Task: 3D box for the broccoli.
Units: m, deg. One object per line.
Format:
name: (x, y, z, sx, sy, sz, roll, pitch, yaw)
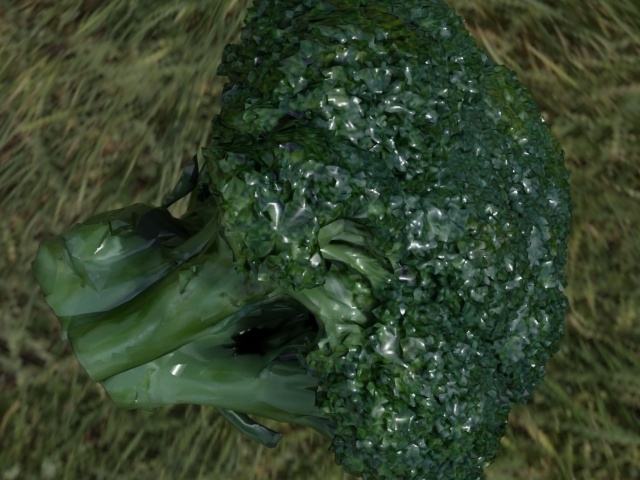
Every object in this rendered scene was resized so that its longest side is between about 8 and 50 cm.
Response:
broccoli: (0.000, 0.000, 0.808, 0.241, 0.269, 0.261, -27, 139, -4)
